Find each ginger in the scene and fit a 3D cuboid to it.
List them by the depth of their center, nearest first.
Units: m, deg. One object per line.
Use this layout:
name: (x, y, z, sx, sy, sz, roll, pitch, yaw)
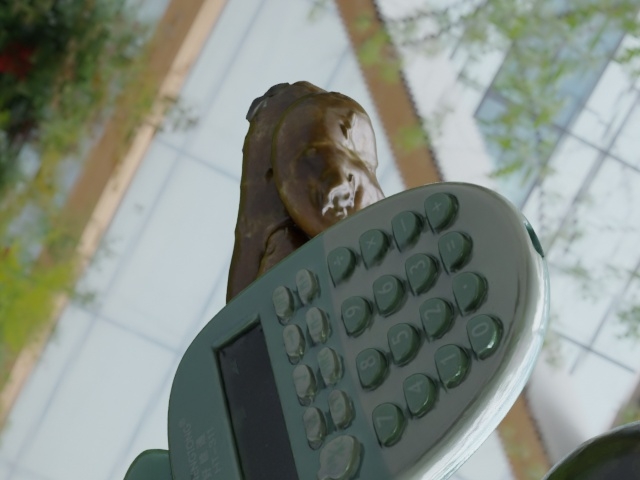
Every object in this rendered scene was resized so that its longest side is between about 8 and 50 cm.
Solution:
ginger: (0.000, 0.000, 0.852, 0.103, 0.073, 0.162, -176, -87, -70)

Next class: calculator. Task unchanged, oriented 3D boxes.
calculator: (0.000, 0.043, 0.472, 0.153, 0.021, 0.095, -40, -138, 24)

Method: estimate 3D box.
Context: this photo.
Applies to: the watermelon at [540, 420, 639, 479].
watermelon: (0.202, 0.207, 0.966, 0.212, 0.212, 0.212, -55, -162, 28)
